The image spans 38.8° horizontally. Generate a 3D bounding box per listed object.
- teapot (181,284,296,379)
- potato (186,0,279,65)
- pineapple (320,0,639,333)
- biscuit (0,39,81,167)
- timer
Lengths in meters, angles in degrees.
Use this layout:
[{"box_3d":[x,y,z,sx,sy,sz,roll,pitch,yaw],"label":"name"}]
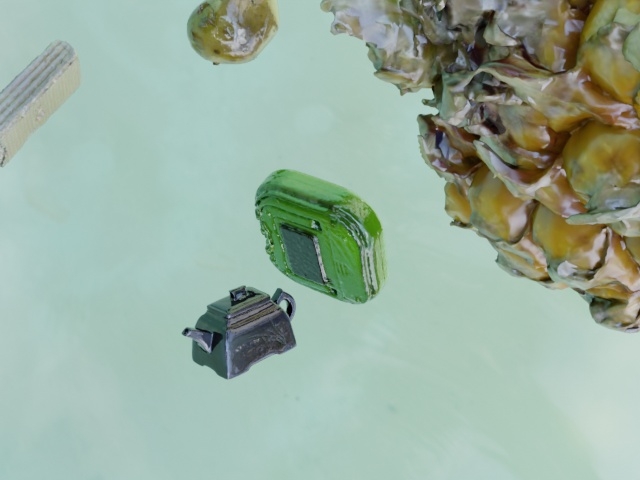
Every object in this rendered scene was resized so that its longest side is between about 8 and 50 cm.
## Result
[{"box_3d":[-0.104,0.107,1.196,0.177,0.087,0.096,-21,116,-36],"label":"teapot"},{"box_3d":[-0.147,-0.381,1.593,0.176,0.137,0.137,-38,128,-7],"label":"potato"},{"box_3d":[0.155,-0.050,0.388,0.286,0.209,0.344,0,125,-21],"label":"pineapple"},{"box_3d":[-0.503,-0.234,1.568,0.239,0.062,0.108,-54,174,-25],"label":"biscuit"},{"box_3d":[0.000,0.000,0.845,0.047,0.128,0.140,-53,150,-30],"label":"timer"}]
